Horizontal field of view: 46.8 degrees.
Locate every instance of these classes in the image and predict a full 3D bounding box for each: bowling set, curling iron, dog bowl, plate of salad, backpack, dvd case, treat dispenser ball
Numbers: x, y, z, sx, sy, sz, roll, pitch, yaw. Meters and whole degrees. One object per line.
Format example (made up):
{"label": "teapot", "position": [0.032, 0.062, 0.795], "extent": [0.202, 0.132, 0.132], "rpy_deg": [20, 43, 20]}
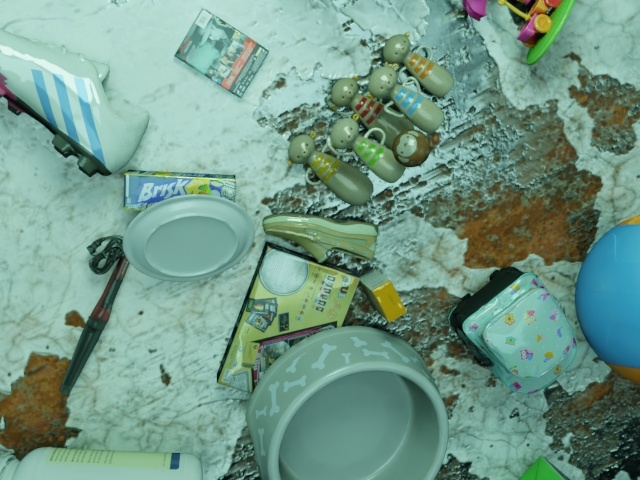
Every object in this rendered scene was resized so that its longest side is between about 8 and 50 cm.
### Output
{"label": "bowling set", "position": [0.090, -0.187, 1.100], "extent": [0.154, 0.200, 0.287], "rpy_deg": [36, 91, -12]}
{"label": "curling iron", "position": [-0.364, 0.116, 1.175], "extent": [0.068, 0.035, 0.273], "rpy_deg": [18, 98, -7]}
{"label": "dog bowl", "position": [0.053, 0.320, 1.213], "extent": [0.349, 0.102, 0.348], "rpy_deg": [-5, 107, -16]}
{"label": "plate of salad", "position": [-0.201, -0.007, 1.132], "extent": [0.200, 0.048, 0.199], "rpy_deg": [-11, 142, -9]}
{"label": "backpack", "position": [0.335, 0.158, 1.231], "extent": [0.166, 0.144, 0.188], "rpy_deg": [-39, 107, -5]}
{"label": "dvd case", "position": [-0.151, -0.287, 1.133], "extent": [0.119, 0.013, 0.087], "rpy_deg": [30, 96, -14]}
{"label": "treat dispenser ball", "position": [0.555, 0.094, 1.172], "extent": [0.288, 0.288, 0.288], "rpy_deg": [-2, 102, -8]}

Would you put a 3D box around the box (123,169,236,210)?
{"label": "box", "position": [-0.217, -0.075, 1.147], "extent": [0.169, 0.054, 0.059], "rpy_deg": [2, 101, -8]}

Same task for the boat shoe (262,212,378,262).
{"label": "boat shoe", "position": [0.000, 0.000, 1.178], "extent": [0.190, 0.068, 0.072], "rpy_deg": [6, 84, -9]}

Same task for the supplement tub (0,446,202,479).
{"label": "supplement tub", "position": [-0.354, 0.442, 1.140], "extent": [0.325, 0.235, 0.235], "rpy_deg": [5, 101, -9]}

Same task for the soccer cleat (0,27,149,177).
{"label": "soccer cleat", "position": [-0.397, -0.237, 1.070], "extent": [0.331, 0.116, 0.143], "rpy_deg": [42, 77, -16]}

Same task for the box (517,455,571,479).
{"label": "box", "position": [0.413, 0.573, 1.334], "extent": [0.231, 0.127, 0.262], "rpy_deg": [40, 93, -14]}

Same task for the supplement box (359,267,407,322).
{"label": "supplement box", "position": [0.099, 0.088, 1.202], "extent": [0.036, 0.098, 0.062], "rpy_deg": [-30, 103, -5]}

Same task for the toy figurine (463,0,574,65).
{"label": "toy figurine", "position": [0.296, -0.382, 1.139], "extent": [0.159, 0.130, 0.173], "rpy_deg": [27, 75, -3]}

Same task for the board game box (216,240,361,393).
{"label": "board game box", "position": [-0.054, 0.143, 1.221], "extent": [0.165, 0.042, 0.243], "rpy_deg": [20, 98, -12]}
